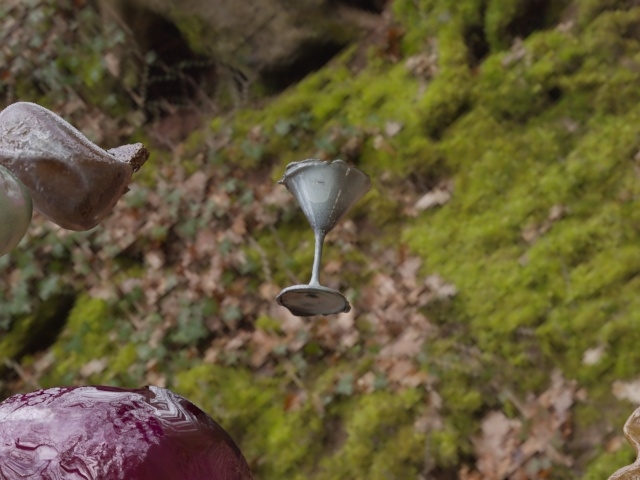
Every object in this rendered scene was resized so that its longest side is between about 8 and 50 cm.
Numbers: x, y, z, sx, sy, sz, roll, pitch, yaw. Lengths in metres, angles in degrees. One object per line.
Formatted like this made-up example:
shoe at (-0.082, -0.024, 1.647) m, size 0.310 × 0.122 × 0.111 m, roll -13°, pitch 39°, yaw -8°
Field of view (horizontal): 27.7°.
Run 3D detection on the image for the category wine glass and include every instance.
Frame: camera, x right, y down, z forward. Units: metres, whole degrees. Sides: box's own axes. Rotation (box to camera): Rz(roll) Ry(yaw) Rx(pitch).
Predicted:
wine glass at (0.000, 0.000, 2.107) m, size 0.156 × 0.156 × 0.232 m, roll 118°, pitch 160°, yaw -64°

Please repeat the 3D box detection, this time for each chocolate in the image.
chocolate at (-0.444, -0.131, 2.123) m, size 0.161 × 0.261 × 0.083 m, roll -58°, pitch -10°, yaw -15°

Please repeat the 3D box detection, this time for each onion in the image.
onion at (-0.274, 0.348, 1.265) m, size 0.420 × 0.398 × 0.398 m, roll -27°, pitch -17°, yaw -52°

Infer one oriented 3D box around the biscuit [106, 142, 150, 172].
biscuit at (-0.395, -0.138, 2.376) m, size 0.199 × 0.034 × 0.064 m, roll -8°, pitch 36°, yaw 39°

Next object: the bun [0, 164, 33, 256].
bun at (-0.574, -0.063, 1.906) m, size 0.293 × 0.187 × 0.293 m, roll -9°, pitch 23°, yaw 4°

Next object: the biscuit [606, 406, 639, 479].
biscuit at (0.511, 0.339, 1.658) m, size 0.057 × 0.351 × 0.312 m, roll 60°, pitch -138°, yaw -54°
